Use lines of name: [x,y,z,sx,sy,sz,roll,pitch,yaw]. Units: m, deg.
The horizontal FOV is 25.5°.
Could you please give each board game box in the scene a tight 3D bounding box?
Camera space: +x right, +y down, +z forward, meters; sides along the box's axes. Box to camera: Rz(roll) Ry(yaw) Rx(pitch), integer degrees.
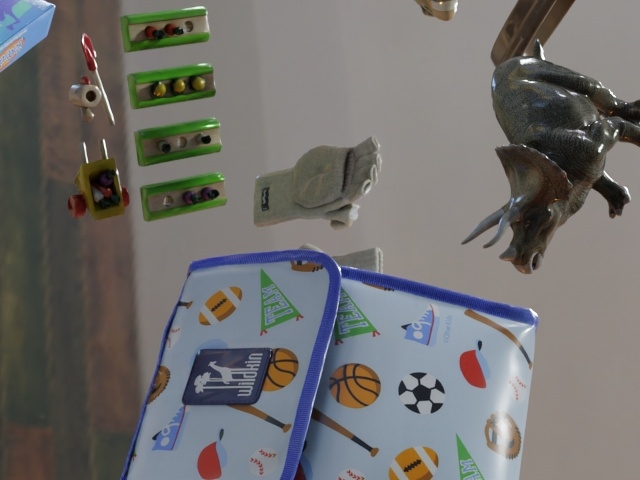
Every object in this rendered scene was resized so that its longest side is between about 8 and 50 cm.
board game box: [-0.410,-0.238,1.544,0.160,0.210,0.047,26,-57,4]

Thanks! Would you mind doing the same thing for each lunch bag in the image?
lunch bag: [0.008,0.199,1.459,0.239,0.386,0.327,106,-2,-57]

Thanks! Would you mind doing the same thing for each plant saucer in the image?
plant saucer: [0.273,-0.295,1.597,0.041,0.278,0.278,34,-72,6]

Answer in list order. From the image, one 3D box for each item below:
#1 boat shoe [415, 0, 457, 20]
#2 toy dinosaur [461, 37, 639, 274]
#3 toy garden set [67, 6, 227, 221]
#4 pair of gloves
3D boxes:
boat shoe: [0.137,-0.320,1.802,0.190,0.068,0.072,-96,175,-68]
toy dinosaur: [0.220,-0.115,1.315,0.121,0.160,0.313,128,-30,-45]
toy garden set: [-0.204,-0.141,1.653,0.049,0.204,0.244,11,-70,54]
pair of gloves: [0.000,0.000,1.757,0.204,0.042,0.240,-23,-120,38]
